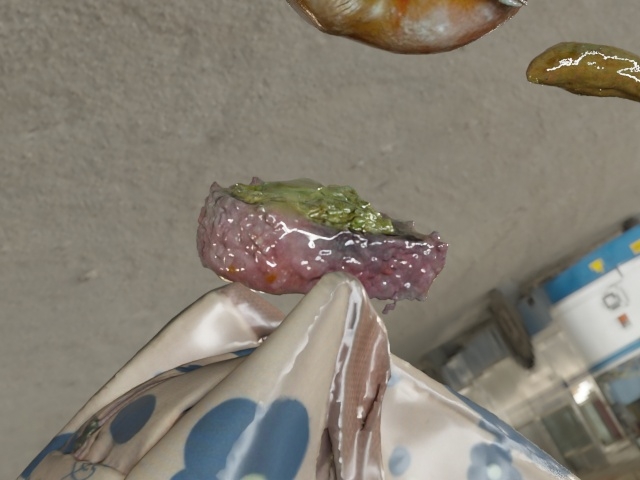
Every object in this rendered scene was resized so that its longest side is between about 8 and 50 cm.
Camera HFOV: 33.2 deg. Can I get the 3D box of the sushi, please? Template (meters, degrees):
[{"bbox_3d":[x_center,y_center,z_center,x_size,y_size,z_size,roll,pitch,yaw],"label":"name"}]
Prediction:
[{"bbox_3d":[-0.012,0.003,1.060,0.161,0.241,0.108,-18,125,-56],"label":"sushi"}]

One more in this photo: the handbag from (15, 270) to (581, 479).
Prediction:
[{"bbox_3d":[0.008,0.139,0.390,0.193,0.251,0.190,-59,-161,-21],"label":"handbag"}]

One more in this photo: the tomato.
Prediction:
[{"bbox_3d":[0.033,-0.218,0.726,0.155,0.181,0.214,-30,124,9],"label":"tomato"}]

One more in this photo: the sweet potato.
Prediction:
[{"bbox_3d":[0.282,-0.153,1.010,0.182,0.053,0.054,13,-175,-3],"label":"sweet potato"}]
